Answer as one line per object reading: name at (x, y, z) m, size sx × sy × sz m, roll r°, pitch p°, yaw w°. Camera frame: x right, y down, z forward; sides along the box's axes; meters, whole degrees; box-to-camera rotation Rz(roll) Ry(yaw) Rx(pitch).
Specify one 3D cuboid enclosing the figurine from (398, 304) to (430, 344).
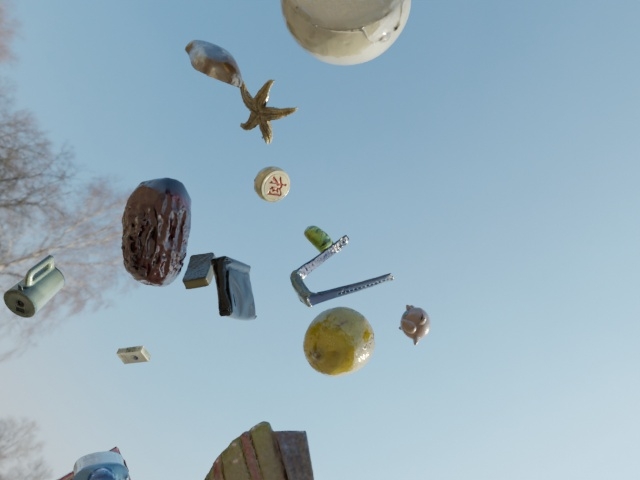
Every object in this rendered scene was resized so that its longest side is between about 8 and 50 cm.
figurine at (0.353, 0.311, 1.870) m, size 0.125 × 0.138 × 0.125 m, roll -1°, pitch -72°, yaw -2°

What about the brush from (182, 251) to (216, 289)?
brush at (-0.550, 0.135, 2.274) m, size 0.123 × 0.197 × 0.059 m, roll -11°, pitch -54°, yaw 9°

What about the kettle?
kettle at (-0.837, 0.133, 1.459) m, size 0.098 × 0.148 × 0.126 m, roll -9°, pitch -62°, yaw 18°

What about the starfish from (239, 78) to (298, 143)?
starfish at (-0.198, -0.436, 1.662) m, size 0.277 × 0.062 × 0.235 m, roll -2°, pitch -65°, yaw 45°

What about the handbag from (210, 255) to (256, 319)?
handbag at (-0.320, 0.183, 1.826) m, size 0.080 × 0.247 × 0.222 m, roll -12°, pitch -105°, yaw 14°

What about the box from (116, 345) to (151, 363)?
box at (-0.551, 0.338, 1.471) m, size 0.083 × 0.024 × 0.054 m, roll -8°, pitch -52°, yaw 12°

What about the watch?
watch at (0.056, 0.129, 1.640) m, size 0.276 × 0.275 × 0.068 m, roll 43°, pitch -19°, yaw 47°

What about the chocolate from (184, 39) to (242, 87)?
chocolate at (-0.345, -0.601, 1.640) m, size 0.080 × 0.157 × 0.254 m, roll -62°, pitch -143°, yaw 25°

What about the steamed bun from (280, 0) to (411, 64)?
steamed bun at (0.071, -0.664, 1.431) m, size 0.374 × 0.374 × 0.241 m, roll 42°, pitch -12°, yaw 14°

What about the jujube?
jujube at (-0.567, -0.032, 1.729) m, size 0.259 × 0.258 × 0.376 m, roll 4°, pitch -103°, yaw 41°

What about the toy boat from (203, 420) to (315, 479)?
toy boat at (-0.124, 0.541, 1.094) m, size 0.111 × 0.294 × 0.275 m, roll 179°, pitch -84°, yaw -85°

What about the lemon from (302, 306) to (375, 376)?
lemon at (0.066, 0.381, 1.872) m, size 0.258 × 0.310 × 0.257 m, roll 11°, pitch -71°, yaw 35°

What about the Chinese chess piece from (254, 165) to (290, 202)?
Chinese chess piece at (-0.160, -0.186, 1.652) m, size 0.051 × 0.122 × 0.122 m, roll 36°, pitch -42°, yaw 49°

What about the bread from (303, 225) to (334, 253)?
bread at (0.000, 0.000, 1.871) m, size 0.139 × 0.071 × 0.130 m, roll 46°, pitch -4°, yaw 15°

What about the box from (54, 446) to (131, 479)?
box at (-0.530, 0.572, 1.167) m, size 0.060 × 0.156 × 0.111 m, roll -35°, pitch -102°, yaw 43°

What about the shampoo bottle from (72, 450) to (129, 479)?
shampoo bottle at (-0.450, 0.478, 1.016) m, size 0.258 × 0.104 × 0.061 m, roll 149°, pitch -60°, yaw -62°
